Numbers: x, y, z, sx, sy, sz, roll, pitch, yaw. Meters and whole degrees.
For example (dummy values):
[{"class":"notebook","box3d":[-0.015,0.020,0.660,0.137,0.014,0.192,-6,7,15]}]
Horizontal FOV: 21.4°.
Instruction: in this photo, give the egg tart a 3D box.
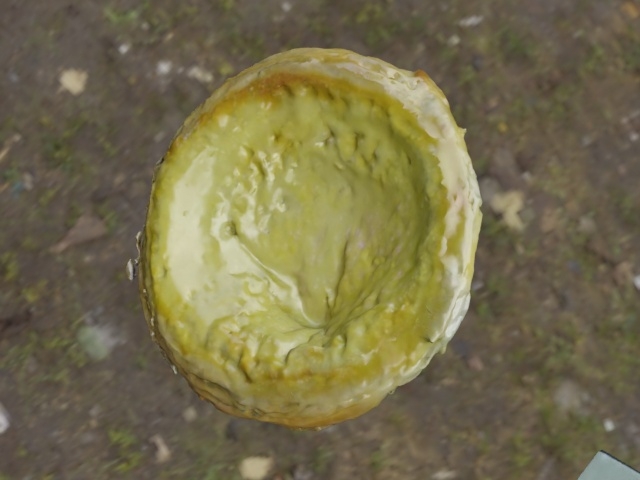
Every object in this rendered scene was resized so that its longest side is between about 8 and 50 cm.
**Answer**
[{"class":"egg tart","box3d":[0.000,0.000,1.357,0.120,0.315,0.315,20,55,-63]}]

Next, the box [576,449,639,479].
[{"class":"box","box3d":[0.172,0.222,0.832,0.129,0.086,0.225,-51,134,-10]}]
